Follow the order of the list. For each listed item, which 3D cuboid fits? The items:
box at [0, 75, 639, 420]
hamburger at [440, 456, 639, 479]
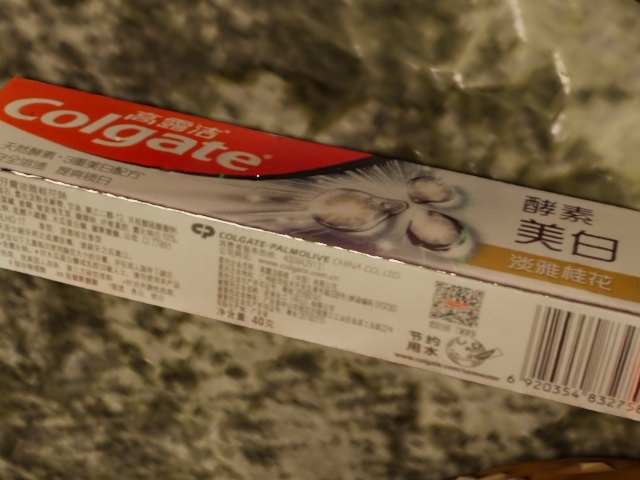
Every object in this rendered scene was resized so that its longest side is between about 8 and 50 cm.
[{"bbox_3d":[0.000,0.000,0.409,0.218,0.055,0.039,13,128,9],"label":"box"},{"bbox_3d":[0.132,0.209,0.342,0.445,0.287,0.268,6,99,15],"label":"hamburger"}]
